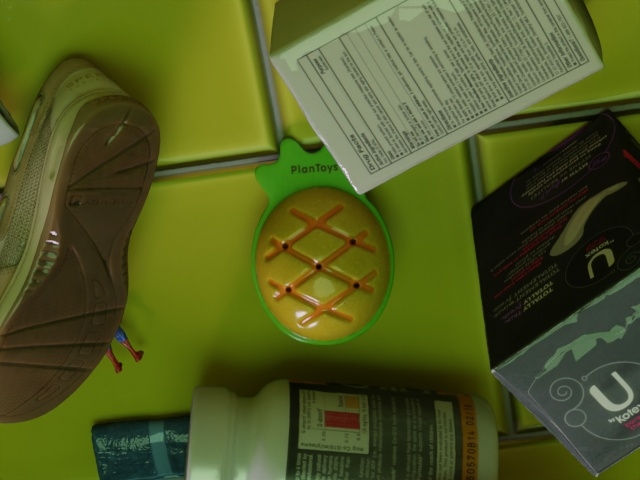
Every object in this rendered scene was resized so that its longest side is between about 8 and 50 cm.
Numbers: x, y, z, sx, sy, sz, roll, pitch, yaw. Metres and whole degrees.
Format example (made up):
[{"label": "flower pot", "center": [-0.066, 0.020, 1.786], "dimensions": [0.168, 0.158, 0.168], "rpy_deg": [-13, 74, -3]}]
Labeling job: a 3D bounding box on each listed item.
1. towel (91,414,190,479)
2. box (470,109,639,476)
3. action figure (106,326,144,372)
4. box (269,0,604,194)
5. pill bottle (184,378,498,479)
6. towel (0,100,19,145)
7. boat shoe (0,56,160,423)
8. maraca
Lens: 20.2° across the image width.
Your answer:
[{"label": "towel", "center": [-0.160, 0.202, 1.737], "dimensions": [0.119, 0.029, 0.067], "rpy_deg": [-5, 118, 4]}, {"label": "box", "center": [0.236, 0.038, 1.503], "dimensions": [0.165, 0.270, 0.143], "rpy_deg": [-37, 112, 20]}, {"label": "action figure", "center": [-0.207, 0.067, 1.664], "dimensions": [0.038, 0.030, 0.115], "rpy_deg": [-28, 110, 9]}, {"label": "box", "center": [0.093, -0.169, 1.473], "dimensions": [0.232, 0.127, 0.149], "rpy_deg": [-27, 116, 15]}, {"label": "pill bottle", "center": [0.016, 0.210, 1.659], "dimensions": [0.278, 0.162, 0.162], "rpy_deg": [6, 119, -5]}, {"label": "towel", "center": [-0.455, -0.127, 1.457], "dimensions": [0.317, 0.053, 0.332], "rpy_deg": [-30, 126, 1]}, {"label": "boat shoe", "center": [-0.235, 0.005, 1.588], "dimensions": [0.121, 0.110, 0.341], "rpy_deg": [4, 120, -39]}, {"label": "maraca", "center": [0.000, 0.000, 1.589], "dimensions": [0.127, 0.099, 0.186], "rpy_deg": [-5, 93, 1]}]
